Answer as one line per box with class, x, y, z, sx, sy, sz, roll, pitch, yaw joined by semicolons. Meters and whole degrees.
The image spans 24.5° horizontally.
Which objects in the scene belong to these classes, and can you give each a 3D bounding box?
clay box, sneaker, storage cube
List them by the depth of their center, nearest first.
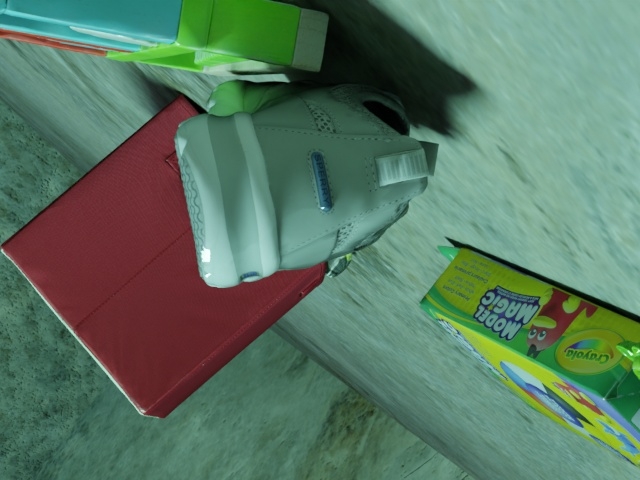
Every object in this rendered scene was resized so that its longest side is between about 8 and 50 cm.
sneaker;0.003;-0.029;0.738;0.281;0.115;0.105;-84;-14;-79
clay box;0.150;0.076;0.885;0.127;0.053;0.222;42;171;-28
storage cube;-0.126;0.022;1.251;0.183;0.193;0.215;49;173;4
sneaker;0.000;0.000;1.284;0.035;0.031;0.083;44;172;41

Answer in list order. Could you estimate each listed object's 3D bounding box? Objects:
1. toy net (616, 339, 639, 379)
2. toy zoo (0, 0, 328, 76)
toy net;0.239;0.098;0.629;0.232;0.045;0.122;28;167;46
toy zoo;-0.163;-0.118;0.715;0.293;0.030;0.192;8;-177;-18
